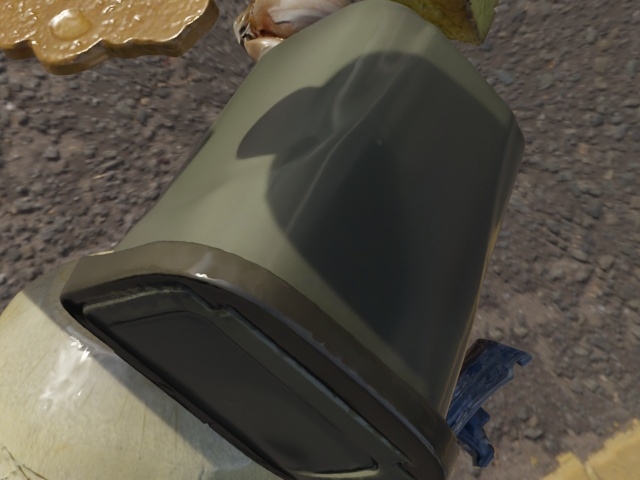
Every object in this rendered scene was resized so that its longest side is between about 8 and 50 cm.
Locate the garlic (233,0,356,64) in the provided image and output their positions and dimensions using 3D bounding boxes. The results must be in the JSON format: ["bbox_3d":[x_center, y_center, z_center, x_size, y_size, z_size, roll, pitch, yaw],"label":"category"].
[{"bbox_3d":[-0.017,-0.305,1.536,0.191,0.214,0.160,29,115,-9],"label":"garlic"}]

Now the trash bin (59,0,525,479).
[{"bbox_3d":[0.000,0.000,0.675,0.220,0.219,0.250,44,54,-25],"label":"trash bin"}]

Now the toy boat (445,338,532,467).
[{"bbox_3d":[0.234,0.287,1.732,0.142,0.129,0.309,43,74,4],"label":"toy boat"}]

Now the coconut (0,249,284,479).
[{"bbox_3d":[-0.186,0.206,1.084,0.346,0.346,0.360,17,115,-2],"label":"coconut"}]

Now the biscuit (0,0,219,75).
[{"bbox_3d":[-0.194,-0.212,0.954,0.236,0.040,0.144,-5,56,21],"label":"biscuit"}]

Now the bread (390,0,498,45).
[{"bbox_3d":[0.097,-0.323,1.099,0.147,0.260,0.160,5,71,22],"label":"bread"}]
